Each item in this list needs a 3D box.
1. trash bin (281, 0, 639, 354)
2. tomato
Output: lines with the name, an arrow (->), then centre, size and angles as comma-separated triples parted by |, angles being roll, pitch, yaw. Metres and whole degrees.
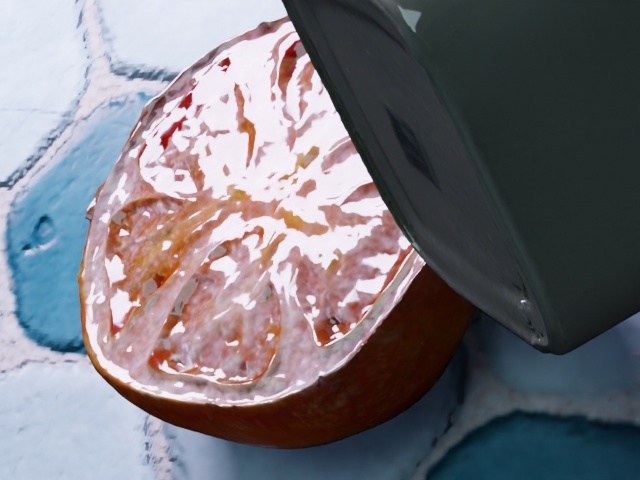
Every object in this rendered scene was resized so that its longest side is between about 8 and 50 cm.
trash bin -> 0.136, -0.097, 0.775 | 0.250, 0.219, 0.220 | -33, 22, -9
tomato -> 0.000, 0.000, 0.957 | 0.236, 0.095, 0.237 | -20, 51, 27
